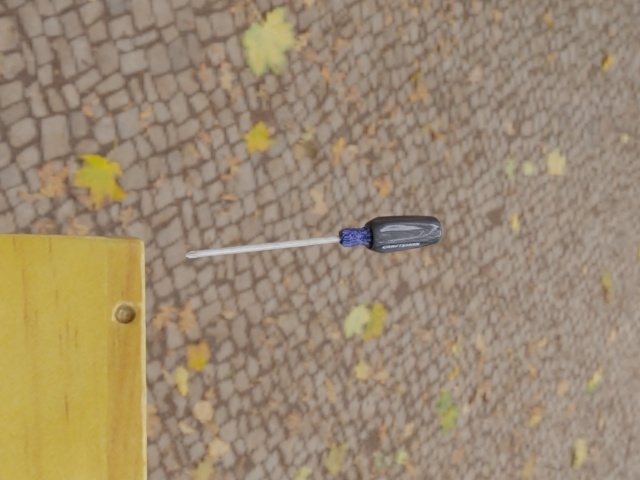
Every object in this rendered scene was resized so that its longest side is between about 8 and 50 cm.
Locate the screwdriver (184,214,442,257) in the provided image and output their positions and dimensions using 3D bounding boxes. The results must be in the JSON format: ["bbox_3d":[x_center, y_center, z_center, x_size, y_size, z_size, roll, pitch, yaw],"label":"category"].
[{"bbox_3d":[0.000,0.000,0.630,0.170,0.025,0.024,-5,84,-26],"label":"screwdriver"}]

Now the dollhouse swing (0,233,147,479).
[{"bbox_3d":[-0.330,0.122,0.825,0.347,0.305,0.315,1,70,-15],"label":"dollhouse swing"}]
